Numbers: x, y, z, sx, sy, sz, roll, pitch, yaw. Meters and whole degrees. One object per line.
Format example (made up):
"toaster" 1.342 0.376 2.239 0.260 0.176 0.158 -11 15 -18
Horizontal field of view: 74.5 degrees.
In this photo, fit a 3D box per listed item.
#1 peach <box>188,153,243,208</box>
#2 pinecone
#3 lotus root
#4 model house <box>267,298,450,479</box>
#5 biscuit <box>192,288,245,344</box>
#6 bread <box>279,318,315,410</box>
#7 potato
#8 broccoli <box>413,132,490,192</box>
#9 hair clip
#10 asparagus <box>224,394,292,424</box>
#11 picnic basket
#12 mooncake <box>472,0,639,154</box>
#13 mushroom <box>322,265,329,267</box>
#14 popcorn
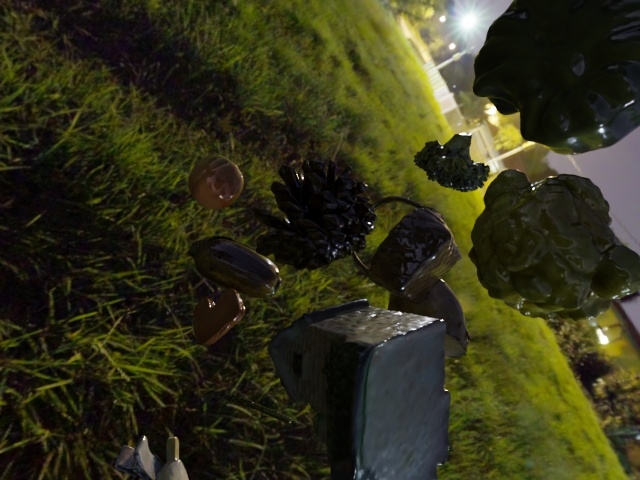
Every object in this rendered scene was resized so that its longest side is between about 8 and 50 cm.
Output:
"peach" -0.353 -0.192 1.407 0.184 0.184 0.184 47 30 -38
"pinecone" -0.010 -0.046 0.768 0.202 0.228 0.202 -174 -92 -71
"lotus root" -0.343 0.104 1.689 0.397 0.179 0.196 25 25 -2
"model house" 0.049 0.263 0.726 0.243 0.284 0.299 -7 100 -37
"biscuit" -0.326 0.221 1.314 0.036 0.192 0.186 42 12 -39
"bread" 0.103 0.350 1.117 0.264 0.395 0.240 17 88 -41
"potato" 0.385 0.241 1.489 0.288 0.300 0.237 42 56 -33
"broccoli" 0.614 -0.353 1.983 0.334 0.323 0.272 -30 107 -60
"hair clip" -0.369 0.540 0.979 0.219 0.071 0.159 62 16 -22
"asparagus" -0.197 0.517 1.303 0.025 0.248 0.024 -70 154 -21
"picnic basket" 0.241 0.003 1.310 0.337 0.293 0.337 41 4 -3
"mooncake" 0.493 -0.352 0.829 0.187 0.351 0.352 13 56 -44
"mushroom" 0.000 0.000 0.957 0.127 0.087 0.127 50 -3 4
"popcorn" 0.352 0.009 0.655 0.241 0.235 0.250 30 9 16
